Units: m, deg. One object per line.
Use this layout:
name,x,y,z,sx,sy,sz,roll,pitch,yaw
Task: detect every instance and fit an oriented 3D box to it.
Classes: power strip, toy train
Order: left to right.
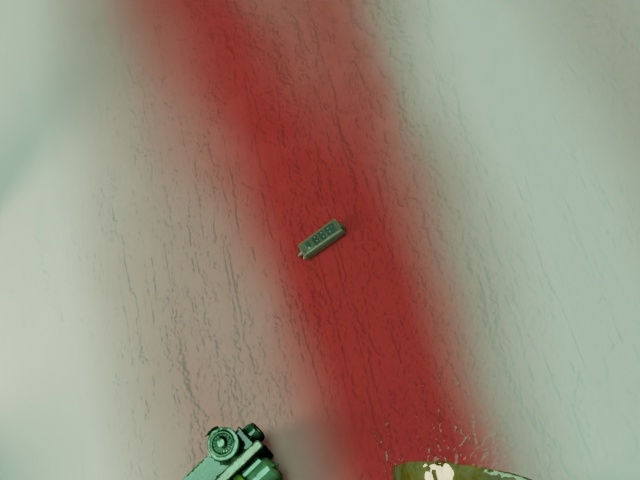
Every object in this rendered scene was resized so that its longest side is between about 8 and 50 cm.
toy train,-0.137,0.343,1.464,0.200,0.083,0.132,-44,65,-5
power strip,0.000,0.000,1.635,0.083,0.017,0.027,-35,53,-1

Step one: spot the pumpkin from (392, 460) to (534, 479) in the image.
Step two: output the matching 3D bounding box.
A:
pumpkin,0.212,0.364,1.144,0.332,0.332,0.199,7,67,27
